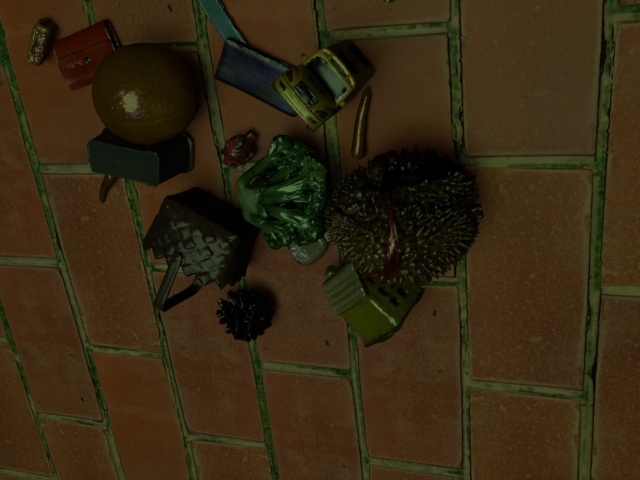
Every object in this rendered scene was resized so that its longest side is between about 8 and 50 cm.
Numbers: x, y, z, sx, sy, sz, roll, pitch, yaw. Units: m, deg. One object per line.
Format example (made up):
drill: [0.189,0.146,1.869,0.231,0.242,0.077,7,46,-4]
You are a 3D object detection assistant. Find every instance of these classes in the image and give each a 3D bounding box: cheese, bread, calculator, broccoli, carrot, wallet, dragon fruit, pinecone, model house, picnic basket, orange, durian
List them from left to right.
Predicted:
bread: [-0.792,-0.562,1.887,0.053,0.074,0.132,24,122,-13]
wallet: [-0.650,-0.518,1.870,0.204,0.045,0.142,-13,109,25]
carrot: [-0.654,-0.168,2.040,0.035,0.035,0.142,38,127,0]
orange: [-0.452,-0.382,1.736,0.274,0.274,0.274,8,116,16]
picnic basket: [-0.350,0.040,1.895,0.291,0.254,0.321,28,106,7]
calculator: [-0.250,-0.562,1.723,0.057,0.018,0.172,-29,102,28]
dragon fruit: [-0.219,-0.252,1.819,0.116,0.086,0.081,-51,52,22]
pinecone: [-0.236,0.216,1.998,0.165,0.163,0.163,18,119,32]
wallet: [-0.152,-0.425,1.738,0.244,0.025,0.124,25,123,0]
broccoli: [-0.091,-0.126,1.727,0.265,0.245,0.295,2,111,56]
cheese: [0.000,0.000,1.877,0.192,0.037,0.097,-28,103,29]
carrot: [0.105,-0.299,1.706,0.037,0.037,0.190,12,115,14]
model house: [0.120,0.143,1.794,0.234,0.175,0.193,39,147,-5]
durian: [0.198,-0.055,1.613,0.384,0.348,0.348,-1,113,12]

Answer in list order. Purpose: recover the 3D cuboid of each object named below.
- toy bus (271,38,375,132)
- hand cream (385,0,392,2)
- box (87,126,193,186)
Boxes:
toy bus: [0.017,-0.371,1.537,0.151,0.331,0.145,-37,97,26]
hand cream: [0.170,-0.617,1.545,0.036,0.023,0.122,23,118,22]
box: [-0.515,-0.248,1.869,0.274,0.178,0.138,12,116,14]
